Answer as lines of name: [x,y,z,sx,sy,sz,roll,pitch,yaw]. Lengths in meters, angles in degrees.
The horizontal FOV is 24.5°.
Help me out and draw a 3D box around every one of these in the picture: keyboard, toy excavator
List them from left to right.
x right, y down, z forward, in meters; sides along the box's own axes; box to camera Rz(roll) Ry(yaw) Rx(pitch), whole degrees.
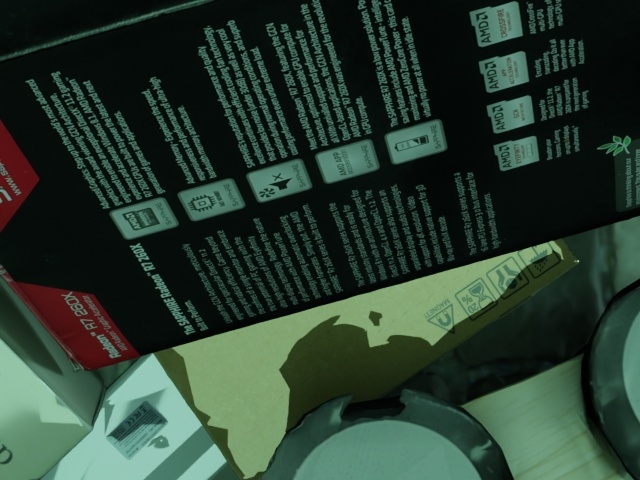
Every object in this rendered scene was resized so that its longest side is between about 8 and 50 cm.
keyboard: [-0.087,0.104,0.757,0.256,0.014,0.072,-43,94,1]
toy excavator: [0.098,0.279,0.622,0.433,0.222,0.445,-24,78,0]

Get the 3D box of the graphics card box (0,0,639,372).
graphics card box: [0.034,-0.076,0.595,0.371,0.232,0.094,-15,58,5]

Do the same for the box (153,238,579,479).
box: [0.000,0.000,0.733,0.201,0.021,0.164,-34,90,2]

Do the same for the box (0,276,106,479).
box: [-0.240,0.132,0.703,0.275,0.094,0.113,-43,99,2]
